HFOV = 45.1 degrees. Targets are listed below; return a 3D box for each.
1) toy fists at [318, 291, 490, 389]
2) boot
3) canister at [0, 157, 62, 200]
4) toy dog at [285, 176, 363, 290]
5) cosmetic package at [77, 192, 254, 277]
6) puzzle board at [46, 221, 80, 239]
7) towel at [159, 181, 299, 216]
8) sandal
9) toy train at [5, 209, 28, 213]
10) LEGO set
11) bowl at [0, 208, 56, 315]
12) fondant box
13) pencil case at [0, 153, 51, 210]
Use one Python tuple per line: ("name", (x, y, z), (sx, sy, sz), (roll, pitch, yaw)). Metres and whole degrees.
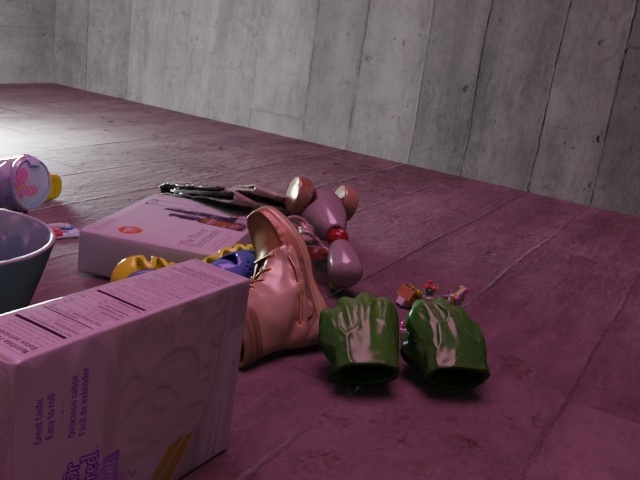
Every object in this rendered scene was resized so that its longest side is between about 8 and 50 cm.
("toy fists", (0.132, 0.160, 1.232), (0.279, 0.096, 0.142), (4, 51, -12))
("boot", (-0.110, 0.071, 1.279), (0.203, 0.261, 0.095), (-12, -15, -42))
("canister", (-0.754, -0.151, 1.945), (0.170, 0.073, 0.126), (19, 20, 28))
("toy dog", (0.000, 0.000, 1.691), (0.220, 0.161, 0.333), (24, 33, -4))
("cosmetic package", (-0.291, -0.001, 1.627), (0.285, 0.097, 0.377), (8, 16, 9))
("puzzle board", (-0.593, -0.021, 1.695), (0.128, 0.011, 0.096), (-8, 23, -44))
("towel", (-0.182, -0.100, 1.880), (0.312, 0.056, 0.324), (9, -1, 44))
("sandal", (-0.196, 0.090, 1.350), (0.317, 0.126, 0.138), (-9, 27, -25))
("toy train", (-0.714, -0.061, 1.749), (0.036, 0.027, 0.158), (0, 15, 12))
("LEGO set", (0.214, 0.118, 1.445), (0.132, 0.107, 0.287), (9, 17, 3))
("bowl", (-0.566, 0.061, 1.168), (0.312, 0.163, 0.311), (7, 17, -2))
("fondant box", (-0.222, 0.171, 0.831), (0.096, 0.238, 0.330), (19, 20, 29))
("pencil case", (-0.734, -0.132, 1.723), (0.273, 0.124, 0.113), (4, -9, 27))
